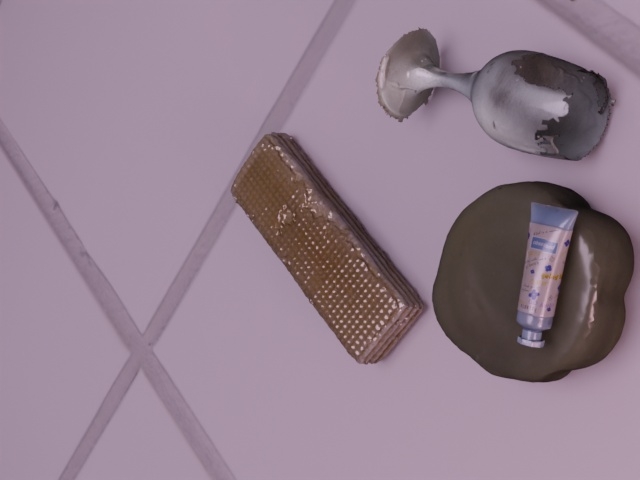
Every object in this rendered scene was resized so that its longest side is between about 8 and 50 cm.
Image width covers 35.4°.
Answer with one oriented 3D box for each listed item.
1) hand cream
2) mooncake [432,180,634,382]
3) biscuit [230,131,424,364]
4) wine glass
[{"bbox_3d":[0.266,0.043,1.199,0.065,0.043,0.170,14,98,41],"label":"hand cream"},{"bbox_3d":[0.280,0.054,1.306,0.275,0.135,0.274,-1,88,45],"label":"mooncake"},{"bbox_3d":[0.000,0.000,1.605,0.426,0.079,0.144,51,118,32],"label":"biscuit"},{"bbox_3d":[0.233,-0.201,1.371,0.321,0.143,0.143,21,101,40],"label":"wine glass"}]
